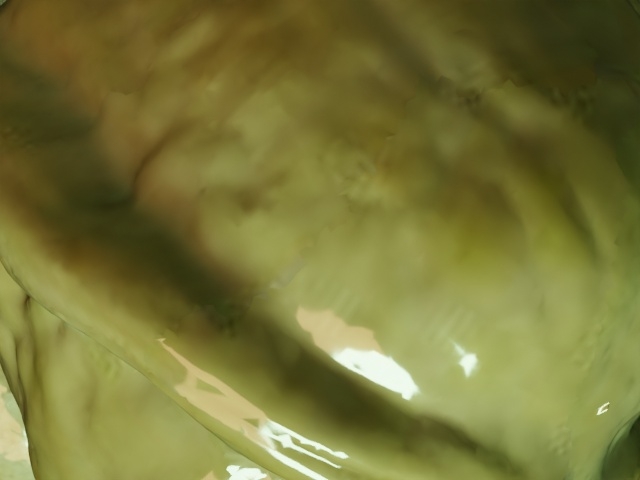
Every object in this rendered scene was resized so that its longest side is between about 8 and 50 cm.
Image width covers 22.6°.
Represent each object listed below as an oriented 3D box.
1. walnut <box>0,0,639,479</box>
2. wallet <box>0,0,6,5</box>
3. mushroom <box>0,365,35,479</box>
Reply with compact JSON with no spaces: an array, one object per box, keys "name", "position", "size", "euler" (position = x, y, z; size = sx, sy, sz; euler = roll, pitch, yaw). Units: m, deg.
[{"name":"walnut","position":[0.000,0.000,0.741],"size":[0.381,0.381,0.381],"euler":[22,139,21]},{"name":"wallet","position":[-0.219,-0.206,0.970],"size":[0.198,0.031,0.110],"euler":[42,142,-3]},{"name":"mushroom","position":[-0.162,0.029,1.001],"size":[0.189,0.253,0.195],"euler":[55,172,-20]}]
